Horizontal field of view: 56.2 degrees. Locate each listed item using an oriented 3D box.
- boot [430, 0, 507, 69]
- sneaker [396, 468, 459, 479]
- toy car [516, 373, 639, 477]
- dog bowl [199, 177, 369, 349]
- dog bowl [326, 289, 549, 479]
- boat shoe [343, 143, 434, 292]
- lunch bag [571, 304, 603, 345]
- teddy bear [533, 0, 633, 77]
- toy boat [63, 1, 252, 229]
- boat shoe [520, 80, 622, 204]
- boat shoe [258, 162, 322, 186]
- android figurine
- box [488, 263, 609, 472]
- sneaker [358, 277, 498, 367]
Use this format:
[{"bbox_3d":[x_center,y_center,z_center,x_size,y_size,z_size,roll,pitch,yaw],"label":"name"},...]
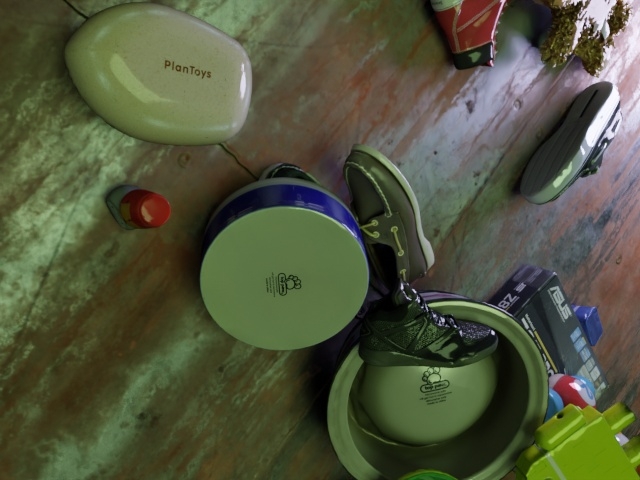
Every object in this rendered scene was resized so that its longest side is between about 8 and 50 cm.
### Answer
[{"bbox_3d":[0.329,-0.435,1.135,0.244,0.088,0.176,-38,121,-13],"label":"boot"},{"bbox_3d":[0.247,0.492,1.046,0.295,0.123,0.110,22,102,-9],"label":"sneaker"},{"bbox_3d":[0.554,0.404,1.214,0.219,0.237,0.211,2,101,-47],"label":"toy car"},{"bbox_3d":[-0.058,0.041,0.952,0.264,0.104,0.265,-2,119,-4],"label":"dog bowl"},{"bbox_3d":[0.203,0.275,1.124,0.407,0.150,0.408,-2,106,-6],"label":"dog bowl"},{"bbox_3d":[0.110,-0.027,1.058,0.097,0.116,0.324,-47,136,-17],"label":"boat shoe"},{"bbox_3d":[0.635,0.208,1.455,0.067,0.065,0.099,-40,117,-33],"label":"lunch bag"},{"bbox_3d":[0.521,-0.471,1.224,0.337,0.113,0.245,0,111,-38],"label":"teddy bear"},{"bbox_3d":[-0.241,-0.170,0.859,0.267,0.148,0.319,11,88,-35],"label":"toy boat"},{"bbox_3d":[0.561,-0.191,1.290,0.119,0.121,0.335,45,77,-24],"label":"boat shoe"},{"bbox_3d":[0.000,0.000,1.043,0.114,0.091,0.303,-46,118,-12],"label":"boat shoe"},{"bbox_3d":[0.471,0.418,1.091,0.272,0.056,0.248,-33,103,-3],"label":"android figurine"},{"bbox_3d":[0.470,0.303,1.368,0.318,0.097,0.395,-42,117,-16],"label":"box"},{"bbox_3d":[0.176,0.131,0.957,0.227,0.087,0.130,1,112,-2],"label":"sneaker"}]
